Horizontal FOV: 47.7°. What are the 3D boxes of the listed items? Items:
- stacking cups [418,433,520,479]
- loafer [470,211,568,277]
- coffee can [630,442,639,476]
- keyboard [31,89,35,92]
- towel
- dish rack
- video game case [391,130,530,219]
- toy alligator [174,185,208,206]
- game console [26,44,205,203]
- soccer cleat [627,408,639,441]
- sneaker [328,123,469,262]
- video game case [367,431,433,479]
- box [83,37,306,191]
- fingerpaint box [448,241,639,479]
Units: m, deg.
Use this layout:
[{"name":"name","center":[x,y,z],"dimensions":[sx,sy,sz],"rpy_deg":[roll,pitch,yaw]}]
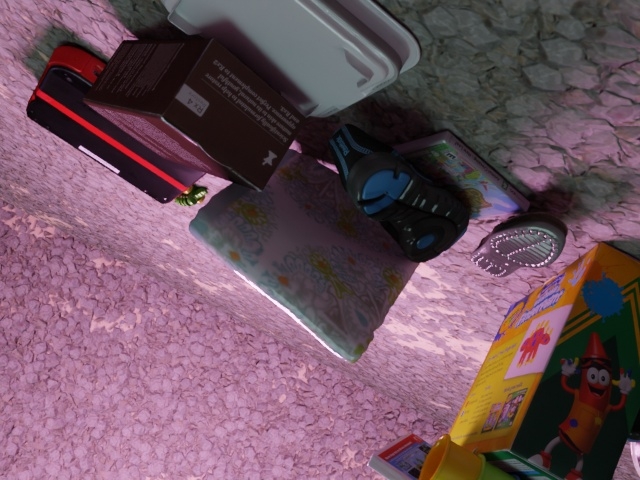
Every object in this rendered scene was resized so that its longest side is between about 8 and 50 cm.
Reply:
[{"name":"stacking cups","center":[0.308,0.420,1.117],"dimensions":[0.316,0.096,0.096],"rpy_deg":[31,161,0]},{"name":"loafer","center":[0.314,-0.008,1.148],"dimensions":[0.094,0.087,0.251],"rpy_deg":[34,165,-4]},{"name":"coffee can","center":[0.806,0.428,1.454],"dimensions":[0.201,0.202,0.275],"rpy_deg":[34,160,-20]},{"name":"keyboard","center":[-0.540,-0.283,1.674],"dimensions":[0.317,0.033,0.201],"rpy_deg":[16,163,27]},{"name":"towel","center":[0.000,0.000,1.191],"dimensions":[0.320,0.374,0.090],"rpy_deg":[37,122,5]},{"name":"dish rack","center":[-0.060,-0.282,0.965],"dimensions":[0.332,0.072,0.285],"rpy_deg":[33,160,-21]},{"name":"video game case","center":[0.200,-0.094,1.175],"dimensions":[0.193,0.023,0.212],"rpy_deg":[35,160,-23]},{"name":"toy alligator","center":[-0.353,-0.112,1.832],"dimensions":[0.189,0.051,0.056],"rpy_deg":[8,153,45]},{"name":"game console","center":[-0.427,-0.233,1.552],"dimensions":[0.386,0.060,0.342],"rpy_deg":[35,154,-20]},{"name":"soccer cleat","center":[0.629,0.281,1.286],"dimensions":[0.331,0.116,0.143],"rpy_deg":[-6,169,-13]},{"name":"sneaker","center":[0.132,-0.074,1.152],"dimensions":[0.341,0.125,0.140],"rpy_deg":[39,-165,-54]},{"name":"video game case","center":[0.234,0.424,1.205],"dimensions":[0.285,0.025,0.204],"rpy_deg":[30,-171,24]},{"name":"box","center":[-0.212,-0.207,1.133],"dimensions":[0.191,0.143,0.381],"rpy_deg":[37,173,-35]},{"name":"fingerpaint box","center":[0.403,0.254,1.276],"dimensions":[0.163,0.371,0.445],"rpy_deg":[29,161,5]}]
